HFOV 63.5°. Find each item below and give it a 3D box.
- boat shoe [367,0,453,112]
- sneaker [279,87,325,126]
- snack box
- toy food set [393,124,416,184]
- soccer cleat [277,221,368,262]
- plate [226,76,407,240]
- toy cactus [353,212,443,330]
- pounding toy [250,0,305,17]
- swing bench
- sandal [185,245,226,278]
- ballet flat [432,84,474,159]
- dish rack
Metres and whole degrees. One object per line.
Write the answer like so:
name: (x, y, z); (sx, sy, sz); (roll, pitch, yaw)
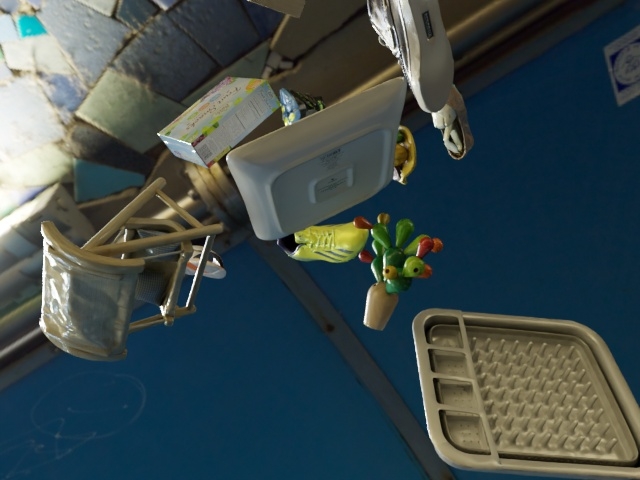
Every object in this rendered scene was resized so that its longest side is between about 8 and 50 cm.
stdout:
boat shoe: (0.218, -0.486, 1.270); (0.127, 0.341, 0.158); (-30, -149, -24)
sneaker: (-0.031, -0.243, 0.934); (0.078, 0.067, 0.188); (-8, -168, 5)
snack box: (-0.211, -0.251, 1.073); (0.207, 0.070, 0.174); (-46, -142, -16)
toy food set: (0.145, -0.199, 1.177); (0.071, 0.128, 0.218); (-7, -160, -12)
soccer cleat: (-0.001, 0.001, 1.284); (0.289, 0.121, 0.094); (-11, -118, 51)
plate: (0.012, -0.103, 0.813); (0.277, 0.278, 0.045); (-25, -113, -8)
toy cactus: (0.103, 0.050, 0.815); (0.219, 0.112, 0.181); (-152, -102, -68)
pounding toy: (-0.151, -0.533, 1.008); (0.181, 0.206, 0.094); (44, -59, 35)
swing bench: (-0.341, 0.064, 0.920); (0.165, 0.253, 0.254); (37, -140, 14)
sandal: (-0.354, 0.051, 1.484); (0.265, 0.102, 0.076); (1, -119, 49)
ballet flat: (0.427, -0.385, 1.693); (0.107, 0.316, 0.106); (12, -117, 44)
dish rack: (0.313, 0.242, 0.811); (0.332, 0.072, 0.286); (5, -142, -2)
